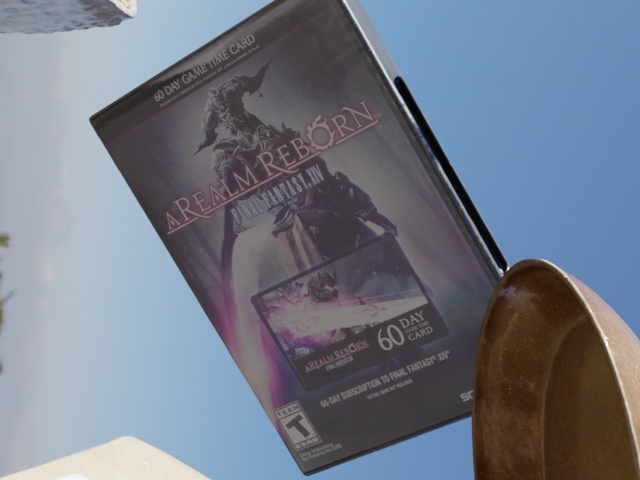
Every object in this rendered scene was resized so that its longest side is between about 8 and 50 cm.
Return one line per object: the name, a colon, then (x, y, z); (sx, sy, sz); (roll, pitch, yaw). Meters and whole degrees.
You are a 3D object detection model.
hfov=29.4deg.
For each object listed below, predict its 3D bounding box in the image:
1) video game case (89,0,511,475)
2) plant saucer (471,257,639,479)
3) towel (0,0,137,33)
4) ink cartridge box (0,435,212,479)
video game case: (0.000, 0.000, 0.746); (0.274, 0.196, 0.026); (59, 31, -8)
plant saucer: (0.110, 0.106, 0.519); (0.198, 0.036, 0.199); (177, -90, -79)
towel: (-0.196, -0.131, 0.531); (0.282, 0.187, 0.049); (20, 66, -88)
ink cartridge box: (-0.062, 0.134, 0.216); (0.193, 0.234, 0.088); (20, -70, 36)
